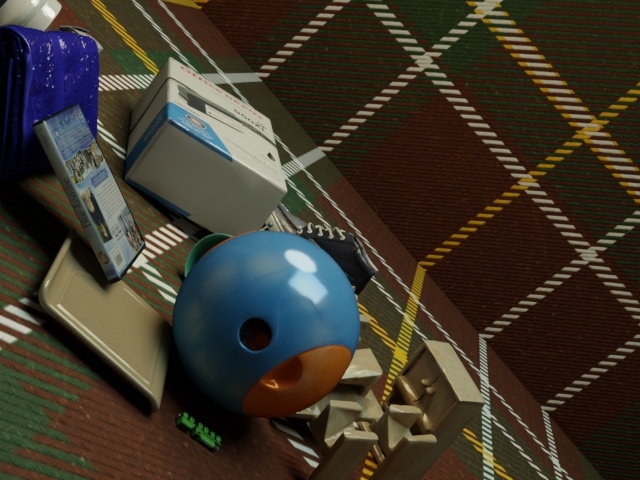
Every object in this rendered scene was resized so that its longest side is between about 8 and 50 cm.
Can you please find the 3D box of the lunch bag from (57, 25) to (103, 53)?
[{"bbox_3d":[-0.531,-0.440,2.133,0.083,0.053,0.071,43,10,10],"label":"lunch bag"}]

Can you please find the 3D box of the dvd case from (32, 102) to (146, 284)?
[{"bbox_3d":[-0.339,-0.075,1.453,0.180,0.022,0.253,-83,151,-74],"label":"dvd case"}]

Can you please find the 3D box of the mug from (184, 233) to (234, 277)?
[{"bbox_3d":[-0.156,0.065,1.755,0.157,0.129,0.097,29,0,25],"label":"mug"}]

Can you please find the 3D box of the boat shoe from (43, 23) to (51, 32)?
[{"bbox_3d":[-0.631,-0.517,1.926,0.285,0.103,0.092,55,8,4],"label":"boat shoe"}]

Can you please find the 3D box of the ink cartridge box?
[{"bbox_3d":[-0.244,-0.195,2.044,0.285,0.166,0.395,31,19,-22],"label":"ink cartridge box"}]

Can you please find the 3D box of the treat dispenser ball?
[{"bbox_3d":[-0.084,0.128,1.493,0.288,0.288,0.288,46,13,-15],"label":"treat dispenser ball"}]

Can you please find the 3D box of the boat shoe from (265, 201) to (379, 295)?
[{"bbox_3d":[0.000,0.000,2.388,0.340,0.158,0.127,53,13,3],"label":"boat shoe"}]

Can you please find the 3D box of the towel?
[{"bbox_3d":[-0.421,-0.214,1.521,0.076,0.228,0.308,11,11,6],"label":"towel"}]

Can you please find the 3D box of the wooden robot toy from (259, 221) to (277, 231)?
[{"bbox_3d":[-0.165,0.006,2.094,0.173,0.079,0.076,-11,96,-52],"label":"wooden robot toy"}]

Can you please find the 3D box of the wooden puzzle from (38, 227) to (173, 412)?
[{"bbox_3d":[-0.302,0.113,1.380,0.239,0.044,0.221,50,12,-19],"label":"wooden puzzle"}]

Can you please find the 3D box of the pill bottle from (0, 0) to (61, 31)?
[{"bbox_3d":[-0.608,-0.471,1.744,0.264,0.153,0.153,43,15,-28],"label":"pill bottle"}]

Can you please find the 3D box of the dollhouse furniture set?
[{"bbox_3d":[0.061,0.310,1.781,0.394,0.256,0.362,11,35,-36],"label":"dollhouse furniture set"}]

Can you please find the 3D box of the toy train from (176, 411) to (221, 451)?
[{"bbox_3d":[-0.174,0.275,1.388,0.083,0.017,0.024,43,24,-28],"label":"toy train"}]
